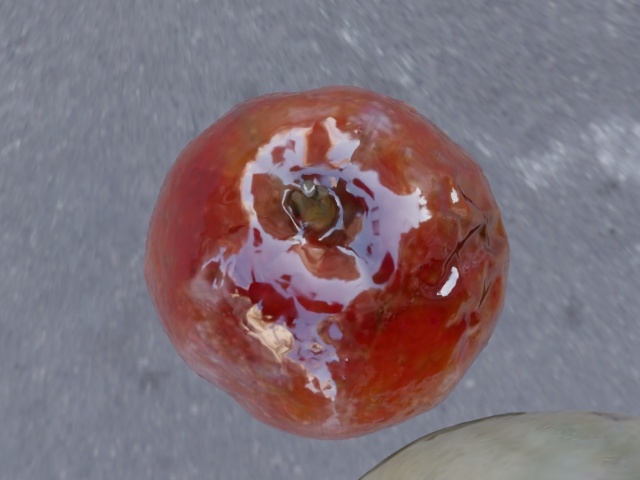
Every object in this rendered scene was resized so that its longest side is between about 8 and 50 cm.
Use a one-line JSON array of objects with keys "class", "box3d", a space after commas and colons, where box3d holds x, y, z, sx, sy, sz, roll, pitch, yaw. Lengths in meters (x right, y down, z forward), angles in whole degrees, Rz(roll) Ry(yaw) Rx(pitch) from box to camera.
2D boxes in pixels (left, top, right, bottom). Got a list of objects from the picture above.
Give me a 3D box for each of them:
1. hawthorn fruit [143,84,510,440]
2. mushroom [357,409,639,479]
[{"class": "hawthorn fruit", "box3d": [0.000, 0.000, 1.269, 0.242, 0.272, 0.242, -3, 73, 8]}, {"class": "mushroom", "box3d": [0.095, 0.167, 0.685, 0.255, 0.255, 0.184, 48, 55, -13]}]
